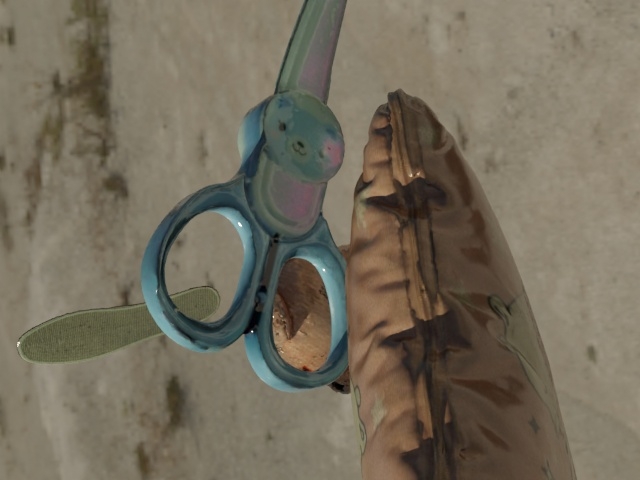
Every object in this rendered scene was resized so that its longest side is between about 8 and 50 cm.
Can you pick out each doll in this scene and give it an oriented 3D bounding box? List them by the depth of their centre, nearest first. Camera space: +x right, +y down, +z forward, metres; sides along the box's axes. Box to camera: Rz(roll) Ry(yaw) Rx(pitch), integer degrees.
[{"bbox_3d":[0.000,0.000,1.246,0.201,0.156,0.303,45,-145,-54],"label":"doll"}]

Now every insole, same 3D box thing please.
[{"bbox_3d":[-0.218,0.096,1.275,0.003,0.232,0.080,-124,30,-42],"label":"insole"}]

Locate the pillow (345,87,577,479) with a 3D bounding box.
[{"bbox_3d":[0.061,0.082,0.489,0.223,0.084,0.236,61,-160,-55],"label":"pillow"}]

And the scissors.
[{"bbox_3d":[-0.017,-0.050,0.622,0.030,0.125,0.256,-23,48,48],"label":"scissors"}]
